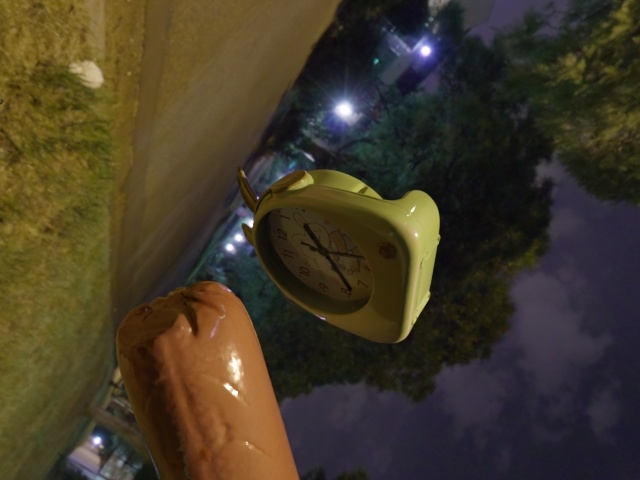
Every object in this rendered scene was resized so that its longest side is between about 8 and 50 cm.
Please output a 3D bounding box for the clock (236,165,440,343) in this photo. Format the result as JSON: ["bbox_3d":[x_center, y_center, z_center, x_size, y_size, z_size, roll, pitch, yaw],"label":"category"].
[{"bbox_3d":[0.000,0.000,0.561,0.069,0.231,0.170,-49,151,-39],"label":"clock"}]

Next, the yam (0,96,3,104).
[{"bbox_3d":[-0.406,-0.162,0.638,0.014,0.014,0.107,-49,-176,16],"label":"yam"}]

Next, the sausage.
[{"bbox_3d":[-0.091,0.188,0.503,0.121,0.305,0.121,-14,-167,3],"label":"sausage"}]
